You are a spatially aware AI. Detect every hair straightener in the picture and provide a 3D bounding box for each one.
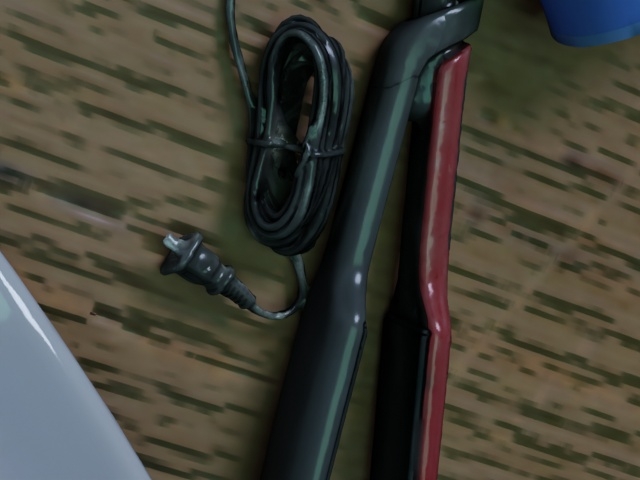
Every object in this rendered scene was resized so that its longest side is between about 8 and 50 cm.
[{"bbox_3d":[0.000,0.000,0.402,0.089,0.047,0.230,5,100,-17],"label":"hair straightener"}]

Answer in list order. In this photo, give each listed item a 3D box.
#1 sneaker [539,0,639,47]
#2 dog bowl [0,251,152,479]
[{"bbox_3d":[0.140,-0.155,0.389,0.232,0.081,0.090,-38,116,-4],"label":"sneaker"},{"bbox_3d":[-0.116,0.044,0.265,0.104,0.265,0.265,-35,109,-3],"label":"dog bowl"}]
